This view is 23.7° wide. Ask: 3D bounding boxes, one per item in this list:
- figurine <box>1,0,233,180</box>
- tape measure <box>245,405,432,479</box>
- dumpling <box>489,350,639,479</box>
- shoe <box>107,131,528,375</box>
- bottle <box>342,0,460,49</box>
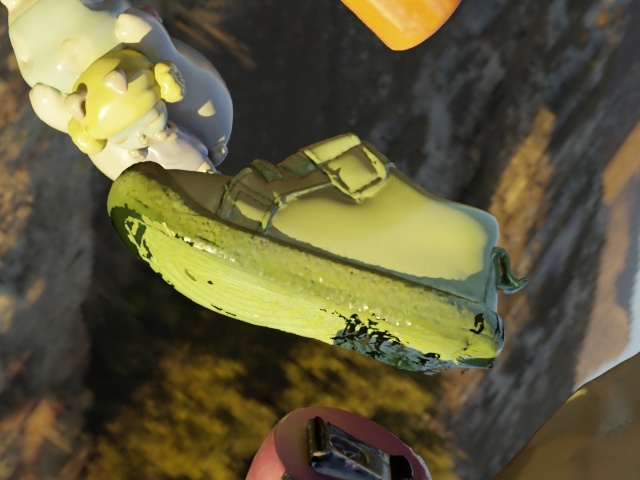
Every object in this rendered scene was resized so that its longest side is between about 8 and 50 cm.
[{"bbox_3d":[-0.173,-0.135,1.159,0.127,0.235,0.155,-30,-136,18],"label":"figurine"},{"bbox_3d":[0.018,0.155,0.902,0.118,0.125,0.074,-100,-147,-59],"label":"tape measure"},{"bbox_3d":[0.138,0.232,0.517,0.315,0.233,0.395,-108,-153,-63],"label":"dumpling"},{"bbox_3d":[-0.003,0.007,0.964,0.140,0.262,0.128,111,1,-59],"label":"shoe"},{"bbox_3d":[0.004,-0.193,0.873,0.069,0.187,0.069,-38,-154,22],"label":"bottle"}]
